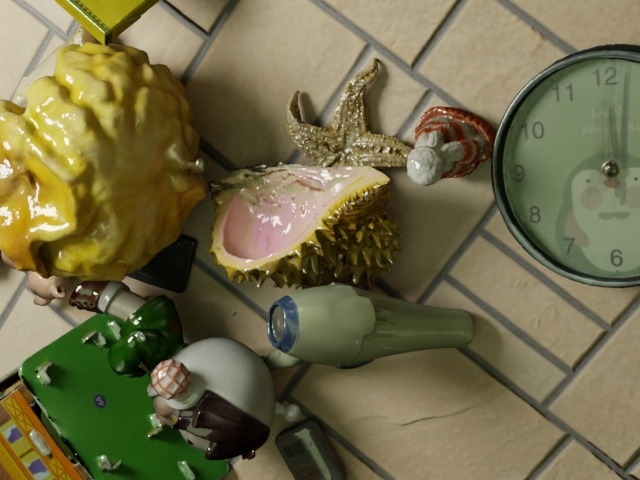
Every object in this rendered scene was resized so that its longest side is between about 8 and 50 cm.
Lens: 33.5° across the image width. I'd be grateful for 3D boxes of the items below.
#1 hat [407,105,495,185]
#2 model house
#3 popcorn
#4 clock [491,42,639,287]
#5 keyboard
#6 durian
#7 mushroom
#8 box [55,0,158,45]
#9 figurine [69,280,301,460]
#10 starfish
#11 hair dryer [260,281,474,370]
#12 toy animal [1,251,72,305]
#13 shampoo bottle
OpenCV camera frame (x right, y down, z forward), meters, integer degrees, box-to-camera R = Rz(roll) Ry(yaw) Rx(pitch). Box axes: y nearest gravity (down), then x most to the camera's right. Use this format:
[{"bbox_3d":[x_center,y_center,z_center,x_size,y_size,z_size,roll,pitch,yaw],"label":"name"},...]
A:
[{"bbox_3d":[0.162,-0.118,1.408,0.112,0.162,0.093,24,112,15],"label":"hat"},{"bbox_3d":[-0.373,0.343,1.697,0.313,0.242,0.357,-35,93,38],"label":"model house"},{"bbox_3d":[-0.343,-0.118,1.503,0.382,0.349,0.349,24,111,33],"label":"popcorn"},{"bbox_3d":[0.377,-0.094,1.375,0.319,0.066,0.318,6,103,26],"label":"clock"},{"bbox_3d":[-0.278,0.015,1.653,0.381,0.041,0.103,23,110,18],"label":"keyboard"},{"bbox_3d":[-0.006,0.007,1.501,0.305,0.185,0.195,-9,142,26],"label":"durian"},{"bbox_3d":[-0.394,-0.242,1.606,0.209,0.071,0.084,-32,127,25],"label":"mushroom"},{"bbox_3d":[-0.246,-0.405,1.442,0.153,0.041,0.279,43,72,4],"label":"box"},{"bbox_3d":[-0.206,0.183,1.566,0.370,0.281,0.167,39,80,8],"label":"figurine"},{"bbox_3d":[0.043,-0.119,1.512,0.236,0.062,0.277,29,106,3],"label":"starfish"},{"bbox_3d":[0.066,0.137,1.520,0.296,0.298,0.119,-2,74,-7],"label":"hair dryer"},{"bbox_3d":[-0.450,0.039,1.681,0.089,0.083,0.150,-42,87,-8],"label":"toy animal"},{"bbox_3d":[-0.002,0.360,1.645,0.080,0.040,0.165,-28,94,21],"label":"shampoo bottle"}]
